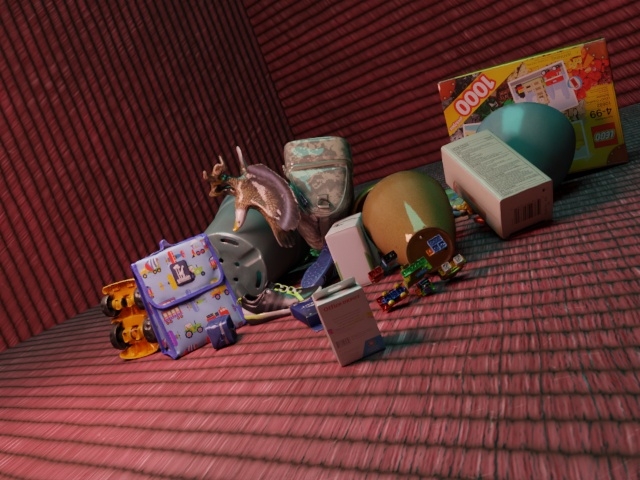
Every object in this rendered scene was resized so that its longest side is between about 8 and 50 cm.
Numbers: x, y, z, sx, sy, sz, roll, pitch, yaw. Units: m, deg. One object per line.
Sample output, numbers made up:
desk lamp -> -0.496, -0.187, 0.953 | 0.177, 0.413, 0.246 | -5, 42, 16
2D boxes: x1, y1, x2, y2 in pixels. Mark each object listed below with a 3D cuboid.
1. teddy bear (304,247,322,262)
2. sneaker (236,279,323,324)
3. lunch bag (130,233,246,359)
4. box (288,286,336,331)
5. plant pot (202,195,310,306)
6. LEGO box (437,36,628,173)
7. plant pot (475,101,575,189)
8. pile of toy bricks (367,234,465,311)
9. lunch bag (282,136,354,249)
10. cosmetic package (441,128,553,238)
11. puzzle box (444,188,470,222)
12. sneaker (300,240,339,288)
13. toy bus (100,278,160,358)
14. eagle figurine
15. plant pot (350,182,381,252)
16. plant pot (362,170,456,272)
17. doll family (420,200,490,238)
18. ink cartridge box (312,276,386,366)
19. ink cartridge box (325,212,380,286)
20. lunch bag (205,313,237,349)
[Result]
teddy bear -> 0.000, 0.000, 2.563 | 0.245, 0.113, 0.338 | -27, 15, 7
sneaker -> -0.110, 0.148, 1.837 | 0.234, 0.097, 0.084 | -19, 9, 12
lunch bag -> -0.363, 0.132, 1.885 | 0.220, 0.293, 0.138 | -25, 9, -25
box -> 0.014, 0.159, 1.683 | 0.136, 0.037, 0.225 | -23, 10, -13
plant pot -> -0.231, 0.029, 2.220 | 0.341, 0.341, 0.334 | -18, 17, 22
LEGO box -> 0.664, -0.385, 2.206 | 0.499, 0.373, 0.193 | -11, 12, 25
plant pot -> 0.581, -0.219, 2.010 | 0.290, 0.290, 0.196 | -17, 38, 29
pile of toy bricks -> 0.206, 0.077, 1.559 | 0.212, 0.118, 0.105 | -31, -23, -6
lunch bag -> 0.002, -0.133, 2.109 | 0.212, 0.256, 0.305 | -7, -24, 0
cosmetic package -> 0.449, -0.150, 1.810 | 0.153, 0.129, 0.296 | -21, 39, -7
puzzle box -> 0.393, -0.106, 2.371 | 0.272, 0.052, 0.409 | -17, 9, 23
sneaker -> 0.027, 0.084, 2.010 | 0.081, 0.090, 0.232 | -12, 34, 42
toy bus -> -0.510, 0.210, 2.060 | 0.149, 0.220, 0.211 | -14, 4, 23
eagle figurine -> -0.182, -0.117, 2.031 | 0.298, 0.225, 0.226 | 19, 26, 3
plant pot -> 0.185, -0.083, 2.148 | 0.205, 0.205, 0.188 | -21, 14, 0
plant pot -> 0.242, -0.023, 1.749 | 0.237, 0.237, 0.254 | -21, 24, 1
doll family -> 0.383, -0.075, 1.961 | 0.262, 0.119, 0.163 | -18, 9, 18
ink cartridge box -> 0.048, 0.144, 1.314 | 0.092, 0.143, 0.090 | -21, 8, -5
ink cartridge box -> 0.092, 0.026, 1.904 | 0.092, 0.160, 0.219 | -20, 8, 10
lunch bag -> -0.244, 0.227, 1.768 | 0.065, 0.067, 0.098 | -21, 9, 1
